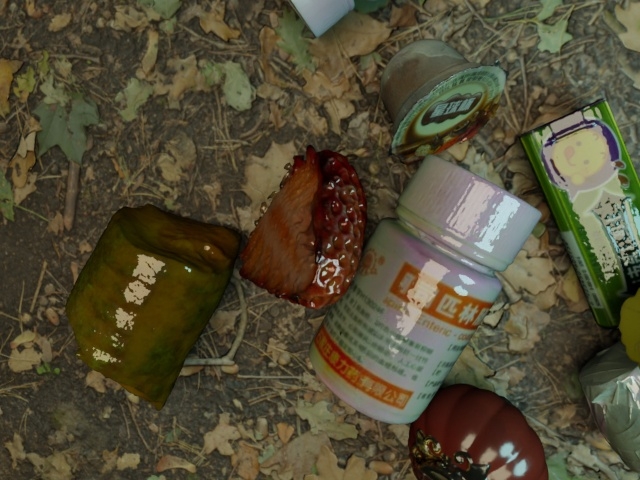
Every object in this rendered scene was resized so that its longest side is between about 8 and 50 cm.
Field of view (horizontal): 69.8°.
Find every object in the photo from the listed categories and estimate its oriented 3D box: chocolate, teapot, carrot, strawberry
[{"bbox_3d":[0.171,-0.236,0.738,0.221,0.221,0.147,-35,62,13],"label":"chocolate"},{"bbox_3d":[0.529,0.234,0.717,0.222,0.163,0.178,-38,85,12],"label":"teapot"},{"bbox_3d":[-0.309,0.104,0.825,0.242,0.241,0.340,31,97,6],"label":"carrot"},{"bbox_3d":[0.004,-0.017,0.746,0.150,0.280,0.253,27,86,-30],"label":"strawberry"}]

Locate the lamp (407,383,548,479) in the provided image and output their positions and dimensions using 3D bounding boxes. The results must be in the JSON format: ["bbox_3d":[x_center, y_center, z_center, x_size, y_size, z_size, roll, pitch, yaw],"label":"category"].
[{"bbox_3d":[0.251,0.353,0.759,0.227,0.227,0.226,1,98,11],"label":"lamp"}]

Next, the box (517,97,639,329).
[{"bbox_3d":[0.446,-0.037,0.731,0.134,0.097,0.345,-24,92,21],"label":"box"}]

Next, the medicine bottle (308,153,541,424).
[{"bbox_3d":[0.159,0.076,0.738,0.219,0.219,0.388,30,101,6],"label":"medicine bottle"}]

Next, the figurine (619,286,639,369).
[{"bbox_3d":[0.604,0.149,0.639,0.316,0.187,0.167,14,66,-27],"label":"figurine"}]

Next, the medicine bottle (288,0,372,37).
[{"bbox_3d":[0.088,-0.500,0.678,0.379,0.213,0.213,-36,89,12],"label":"medicine bottle"}]
